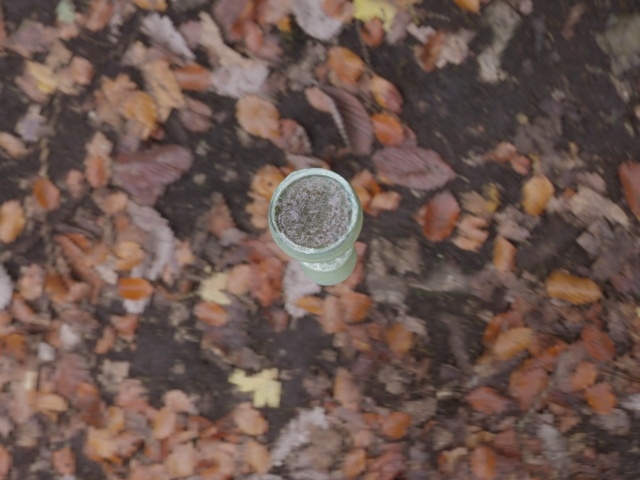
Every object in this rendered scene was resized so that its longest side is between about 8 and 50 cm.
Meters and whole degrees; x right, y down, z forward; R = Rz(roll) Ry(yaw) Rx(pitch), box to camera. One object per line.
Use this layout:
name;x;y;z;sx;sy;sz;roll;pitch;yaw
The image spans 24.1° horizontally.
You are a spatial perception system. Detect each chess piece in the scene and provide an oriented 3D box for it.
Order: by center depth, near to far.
chess piece;0.000;0.000;0.978;0.059;0.149;0.059;-1;75;3
